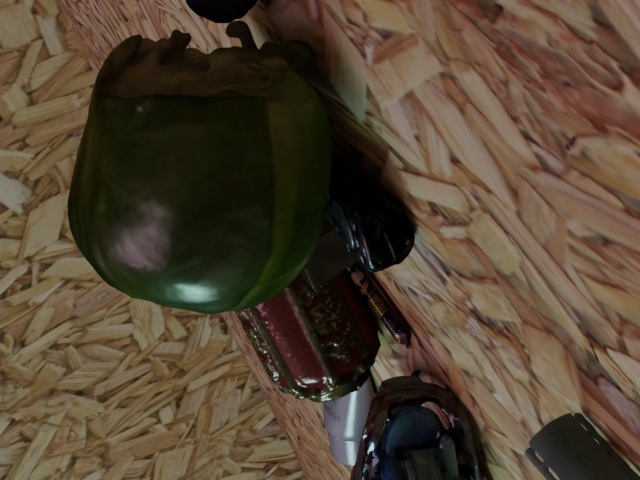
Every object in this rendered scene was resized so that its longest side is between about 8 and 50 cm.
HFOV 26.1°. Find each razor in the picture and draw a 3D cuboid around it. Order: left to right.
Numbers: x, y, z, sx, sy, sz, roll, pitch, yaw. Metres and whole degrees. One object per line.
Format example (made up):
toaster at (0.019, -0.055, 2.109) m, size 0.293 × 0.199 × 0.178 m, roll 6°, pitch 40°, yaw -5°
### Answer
razor at (0.274, 0.267, 1.318) m, size 0.106 × 0.068 × 0.232 m, roll 51°, pitch 173°, yaw 44°

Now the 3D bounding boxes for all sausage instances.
sausage at (0.063, 0.064, 1.803) m, size 0.198 × 0.028 × 0.025 m, roll 55°, pitch -168°, yaw 26°

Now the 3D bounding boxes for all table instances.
table at (0.000, 0.000, 1.771) m, size 0.070 × 0.082 × 0.083 m, roll 48°, pitch 165°, yaw 47°

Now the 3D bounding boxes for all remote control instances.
remote control at (0.034, -0.048, 1.568) m, size 0.266 × 0.066 × 0.090 m, roll -129°, pitch 27°, yaw -57°

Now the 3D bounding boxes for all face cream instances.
face cream at (0.046, 0.244, 2.281) m, size 0.154 × 0.096 × 0.274 m, roll -130°, pitch 26°, yaw -55°

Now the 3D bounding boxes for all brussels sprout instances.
brussels sprout at (-0.136, -0.077, 1.518) m, size 0.371 × 0.276 × 0.315 m, roll -125°, pitch 38°, yaw -56°

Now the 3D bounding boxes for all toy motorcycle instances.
toy motorcycle at (0.140, 0.303, 1.848) m, size 0.182 × 0.241 × 0.319 m, roll 16°, pitch 153°, yaw 7°

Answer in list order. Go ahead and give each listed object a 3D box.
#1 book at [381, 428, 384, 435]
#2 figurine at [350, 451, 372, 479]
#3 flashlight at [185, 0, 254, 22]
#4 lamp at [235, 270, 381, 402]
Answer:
book at (0.193, 0.489, 2.416) m, size 0.310 × 0.021 × 0.217 m, roll 55°, pitch 168°, yaw 26°
figurine at (0.112, 0.464, 2.230) m, size 0.215 × 0.228 × 0.215 m, roll 21°, pitch -176°, yaw -2°
flashlight at (-0.074, -0.274, 1.351) m, size 0.103 × 0.103 × 0.424 m, roll 61°, pitch 172°, yaw -7°
lamp at (-0.029, 0.096, 1.932) m, size 0.274 × 0.177 × 0.177 m, roll 64°, pitch 169°, yaw -20°
